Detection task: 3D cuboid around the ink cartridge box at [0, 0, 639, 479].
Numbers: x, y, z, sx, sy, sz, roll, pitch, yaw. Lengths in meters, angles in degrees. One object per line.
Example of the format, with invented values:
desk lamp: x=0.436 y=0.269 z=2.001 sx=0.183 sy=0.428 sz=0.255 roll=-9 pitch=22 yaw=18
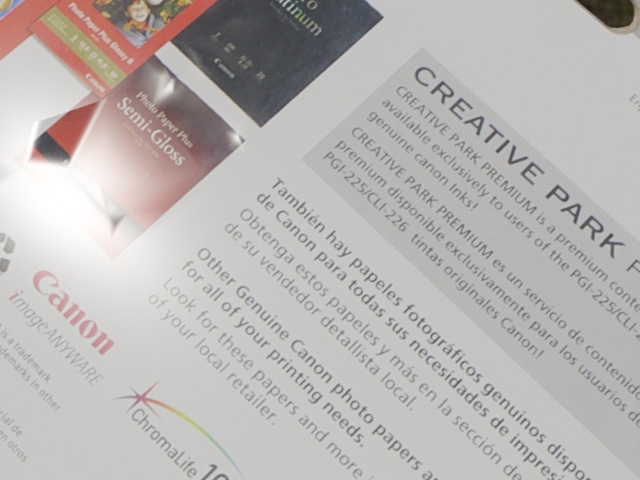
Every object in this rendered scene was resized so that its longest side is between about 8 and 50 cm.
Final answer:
ink cartridge box: x=0.000 y=0.000 z=0.410 sx=0.309 sy=0.272 sz=0.130 roll=44 pitch=-13 yaw=9
